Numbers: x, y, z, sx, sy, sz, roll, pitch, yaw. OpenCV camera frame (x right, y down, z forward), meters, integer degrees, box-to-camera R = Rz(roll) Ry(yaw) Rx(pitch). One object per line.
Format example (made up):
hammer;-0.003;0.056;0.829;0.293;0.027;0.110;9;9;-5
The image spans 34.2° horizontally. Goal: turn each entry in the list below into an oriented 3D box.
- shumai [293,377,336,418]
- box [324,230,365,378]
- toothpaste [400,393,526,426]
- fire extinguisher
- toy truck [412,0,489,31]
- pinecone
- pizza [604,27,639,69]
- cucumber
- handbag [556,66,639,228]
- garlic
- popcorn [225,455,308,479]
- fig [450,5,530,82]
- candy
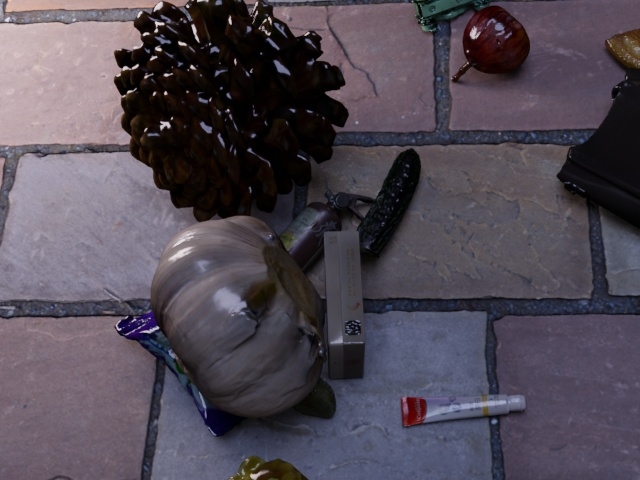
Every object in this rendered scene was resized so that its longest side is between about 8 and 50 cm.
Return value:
shumai;-0.009;0.228;1.626;0.083;0.082;0.080;32;49;-22
box;0.037;0.103;1.650;0.058;0.141;0.201;-1;61;0
toothpaste;0.219;0.257;1.604;0.190;0.031;0.048;-5;63;7
fire extinguisher;-0.006;-0.002;1.770;0.252;0.106;0.075;-48;27;-21
toy truck;0.248;-0.468;2.003;0.154;0.080;0.078;-22;33;-6
pinecone;-0.135;-0.231;1.738;0.397;0.398;0.398;-3;60;5
pizza;0.624;-0.362;1.911;0.184;0.036;0.176;21;63;20
cucumber;0.120;-0.062;1.775;0.067;0.067;0.245;21;57;18
handbag;0.568;-0.153;1.753;0.257;0.113;0.285;28;74;27
garlic;-0.117;0.104;1.539;0.241;0.322;0.322;-19;60;-3
popcorn;-0.079;0.406;1.462;0.197;0.156;0.197;-3;28;2
fig;0.306;-0.364;1.905;0.150;0.128;0.128;-6;59;15
candy;-0.196;0.186;1.673;0.145;0.070;0.275;-35;61;-25
